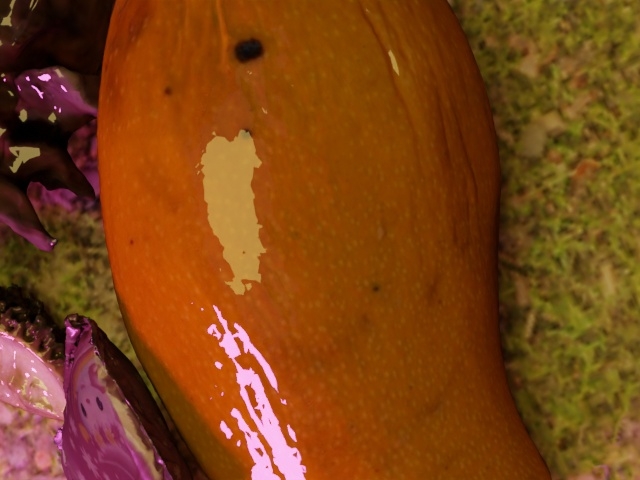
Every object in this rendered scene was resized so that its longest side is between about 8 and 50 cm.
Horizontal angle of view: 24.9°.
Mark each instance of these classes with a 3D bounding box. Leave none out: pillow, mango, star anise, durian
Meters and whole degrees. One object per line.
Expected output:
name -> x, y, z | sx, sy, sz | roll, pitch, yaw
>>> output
pillow -> -0.095, 0.113, 0.707 | 0.043, 0.185, 0.118 | -25, 73, -25
mango -> -0.003, 0.003, 0.669 | 0.187, 0.144, 0.359 | -9, 86, -9
star anise -> -0.210, -0.076, 0.778 | 0.214, 0.099, 0.220 | 0, 71, 10
durian -> -0.175, 0.058, 0.788 | 0.130, 0.052, 0.066 | 18, 93, 19
